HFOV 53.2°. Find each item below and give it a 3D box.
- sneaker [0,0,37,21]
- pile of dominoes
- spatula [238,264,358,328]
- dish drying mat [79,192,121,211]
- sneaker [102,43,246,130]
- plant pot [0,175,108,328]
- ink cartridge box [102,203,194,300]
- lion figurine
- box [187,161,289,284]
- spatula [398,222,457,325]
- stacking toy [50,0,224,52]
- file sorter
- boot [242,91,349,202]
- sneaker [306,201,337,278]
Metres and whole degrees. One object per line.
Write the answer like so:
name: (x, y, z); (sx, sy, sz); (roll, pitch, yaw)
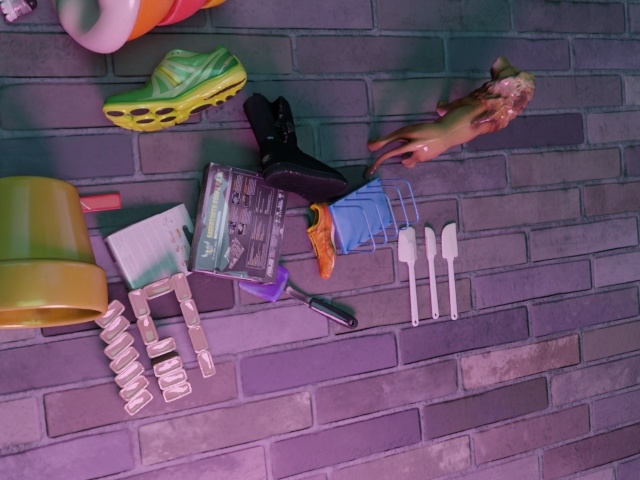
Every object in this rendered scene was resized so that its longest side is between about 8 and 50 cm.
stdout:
sneaker: (-0.576, -0.498, 1.181); (0.074, 0.063, 0.171); (-22, 104, -20)
pile of dominoes: (-0.335, 0.207, 1.293); (0.195, 0.040, 0.251); (-20, 106, -20)
spatula: (-0.038, 0.129, 1.433); (0.296, 0.030, 0.084); (28, 79, -20)
dish drying mat: (-0.441, -0.076, 1.275); (0.083, 0.008, 0.032); (-8, 93, -22)
sneaker: (-0.299, -0.311, 1.291); (0.295, 0.109, 0.124); (-24, 77, -18)
plant pot: (-0.514, 0.023, 1.133); (0.253, 0.254, 0.239); (-2, 77, -22)
ink cartridge box: (-0.336, 0.022, 1.315); (0.179, 0.045, 0.146); (-30, 102, -37)
lion figurine: (0.293, -0.257, 1.446); (0.392, 0.240, 0.142); (-38, 105, -16)
box: (-0.170, -0.032, 1.351); (0.182, 0.056, 0.231); (10, 81, -22)
spatula: (0.269, 0.084, 1.568); (0.168, 0.019, 0.242); (-6, 95, -27)
stacking toy: (-0.262, -0.556, 1.228); (0.479, 0.350, 0.351); (-20, 99, -40)
file sorter: (0.123, -0.057, 1.423); (0.170, 0.104, 0.118); (-32, 113, -37)
boot: (-0.049, -0.200, 1.366); (0.246, 0.094, 0.207); (11, 56, -48)
sneaker: (0.000, 0.000, 1.434); (0.067, 0.064, 0.175); (1, 81, -19)
